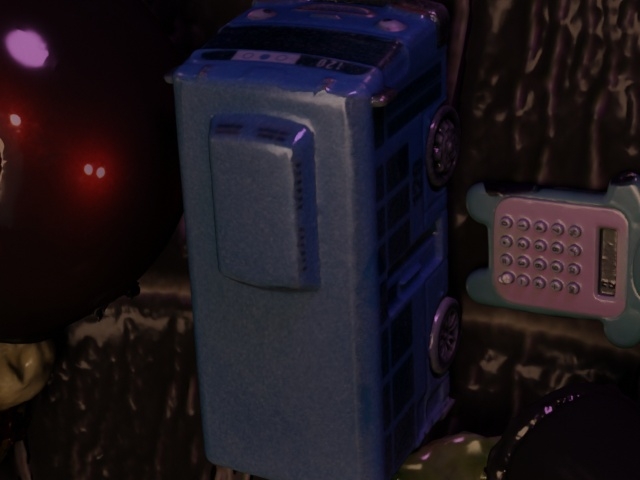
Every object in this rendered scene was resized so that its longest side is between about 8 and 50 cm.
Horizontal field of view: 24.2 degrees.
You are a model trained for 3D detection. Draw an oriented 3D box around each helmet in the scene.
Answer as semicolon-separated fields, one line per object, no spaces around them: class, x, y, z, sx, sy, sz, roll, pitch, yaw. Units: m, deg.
helmet;-0.161;-0.054;0.780;0.193;0.189;0.216;-15;108;11

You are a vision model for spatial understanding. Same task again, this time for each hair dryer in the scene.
hair dryer;0.208;0.075;0.666;0.251;0.089;0.197;-57;39;6

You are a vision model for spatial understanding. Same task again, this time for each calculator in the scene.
calculator;0.140;0.009;0.757;0.141;0.019;0.094;7;113;25

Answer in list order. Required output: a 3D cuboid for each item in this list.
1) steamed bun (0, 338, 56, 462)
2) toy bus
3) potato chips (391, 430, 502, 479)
steamed bun;-0.246;0.085;0.937;0.155;0.141;0.172;-38;95;22
toy bus;0.000;0.000;0.756;0.116;0.133;0.234;9;117;25
potato chips;0.109;0.303;0.861;0.389;0.097;0.373;51;128;5
